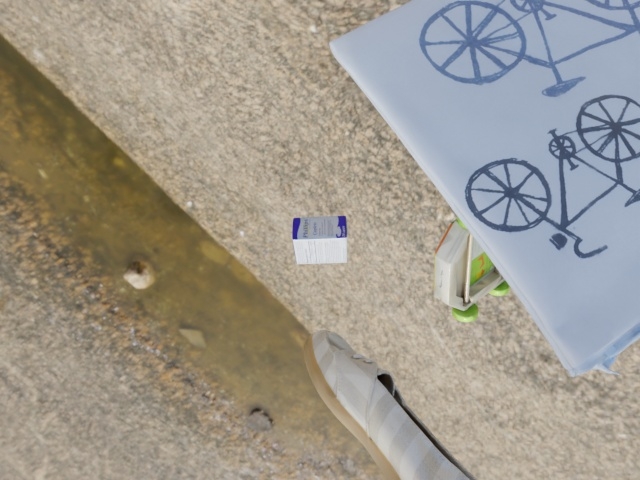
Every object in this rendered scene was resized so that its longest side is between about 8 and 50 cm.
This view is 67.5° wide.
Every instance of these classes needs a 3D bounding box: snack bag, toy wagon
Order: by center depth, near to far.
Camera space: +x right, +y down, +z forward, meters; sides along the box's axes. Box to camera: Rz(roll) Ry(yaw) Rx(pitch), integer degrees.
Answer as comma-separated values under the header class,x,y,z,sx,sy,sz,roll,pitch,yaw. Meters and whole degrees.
class,x,y,z,sx,sy,sz,roll,pitch,yaw
snack bag,0.229,-0.113,0.403,0.342,0.323,0.037,57,170,16
toy wagon,0.378,0.012,1.038,0.068,0.344,0.267,32,140,43

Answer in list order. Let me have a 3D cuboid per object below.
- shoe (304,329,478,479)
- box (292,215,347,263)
class,x,y,z,sx,sy,sz,roll,pitch,yaw
shoe,0.057,0.144,0.385,0.058,0.219,0.076,-46,136,6
box,0.000,0.000,1.233,0.137,0.072,0.126,-2,147,1
